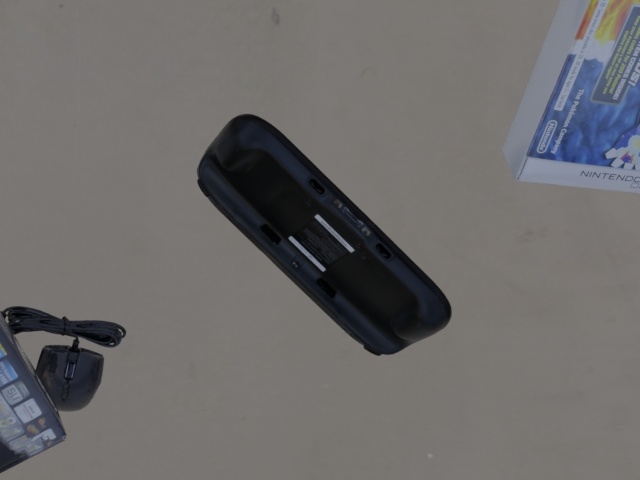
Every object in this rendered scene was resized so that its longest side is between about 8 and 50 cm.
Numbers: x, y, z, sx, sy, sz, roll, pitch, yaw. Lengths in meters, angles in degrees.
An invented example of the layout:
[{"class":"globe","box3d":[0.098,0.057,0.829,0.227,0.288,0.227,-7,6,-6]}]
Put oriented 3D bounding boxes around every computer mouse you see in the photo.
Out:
[{"class":"computer mouse","box3d":[-0.403,0.187,1.327,0.184,0.262,0.060,15,51,-19]}]

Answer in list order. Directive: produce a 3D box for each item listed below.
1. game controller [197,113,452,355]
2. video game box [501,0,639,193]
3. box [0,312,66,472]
[{"class":"game controller","box3d":[0.000,0.000,0.996,0.319,0.166,0.067,44,50,-6]},{"class":"video game box","box3d":[0.250,-0.123,0.642,0.187,0.205,0.048,3,40,-13]},{"class":"box","box3d":[-0.524,0.158,1.062,0.318,0.097,0.394,-27,129,-15]}]
